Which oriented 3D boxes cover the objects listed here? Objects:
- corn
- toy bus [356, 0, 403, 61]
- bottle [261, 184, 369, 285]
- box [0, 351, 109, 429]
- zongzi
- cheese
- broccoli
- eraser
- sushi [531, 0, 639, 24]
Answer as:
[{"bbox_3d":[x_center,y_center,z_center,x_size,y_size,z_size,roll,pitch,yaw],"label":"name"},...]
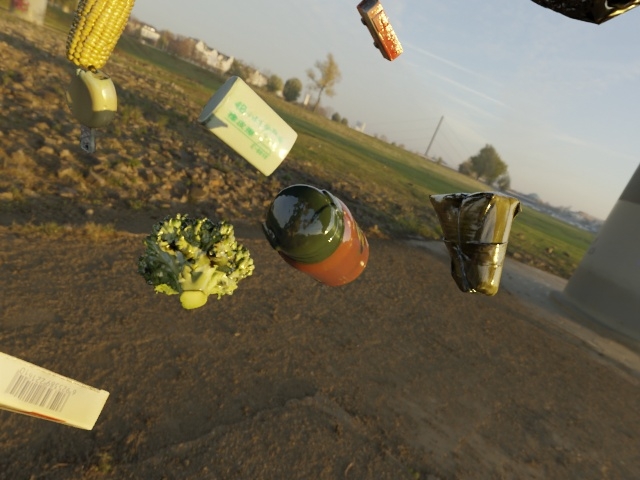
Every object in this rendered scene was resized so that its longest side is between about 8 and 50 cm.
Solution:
[{"bbox_3d":[-0.498,-0.549,0.953,0.115,0.317,0.115,22,2,-1],"label":"corn"},{"bbox_3d":[0.185,-0.641,1.244,0.192,0.065,0.077,43,10,-44],"label":"toy bus"},{"bbox_3d":[0.000,0.000,0.713,0.144,0.143,0.336,26,-3,15],"label":"bottle"},{"bbox_3d":[-0.538,0.213,0.635,0.354,0.069,0.214,-1,-35,26],"label":"box"},{"bbox_3d":[0.307,-0.001,0.924,0.112,0.220,0.242,11,0,-29],"label":"zongzi"},{"bbox_3d":[-0.426,-0.239,0.749,0.092,0.171,0.048,54,40,-1],"label":"cheese"},{"bbox_3d":[-0.388,0.072,1.301,0.324,0.334,0.272,-16,54,-43],"label":"broccoli"},{"bbox_3d":[-0.232,-0.369,1.346,0.290,0.189,0.104,37,-7,-40],"label":"eraser"},{"bbox_3d":[0.342,-0.396,0.525,0.150,0.153,0.172,54,12,-65],"label":"sushi"}]
